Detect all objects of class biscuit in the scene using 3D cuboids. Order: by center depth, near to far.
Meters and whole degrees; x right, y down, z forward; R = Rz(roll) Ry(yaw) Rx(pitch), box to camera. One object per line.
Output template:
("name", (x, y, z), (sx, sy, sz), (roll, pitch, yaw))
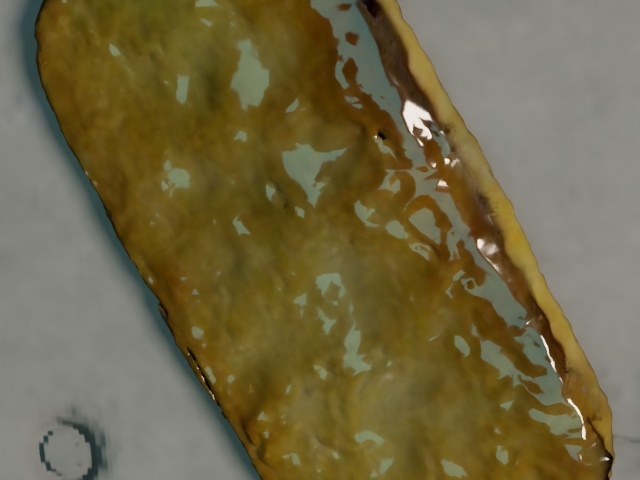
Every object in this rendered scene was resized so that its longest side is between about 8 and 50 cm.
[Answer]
("biscuit", (0.000, 0.000, 0.432), (0.118, 0.029, 0.247), (-28, 92, 23))
